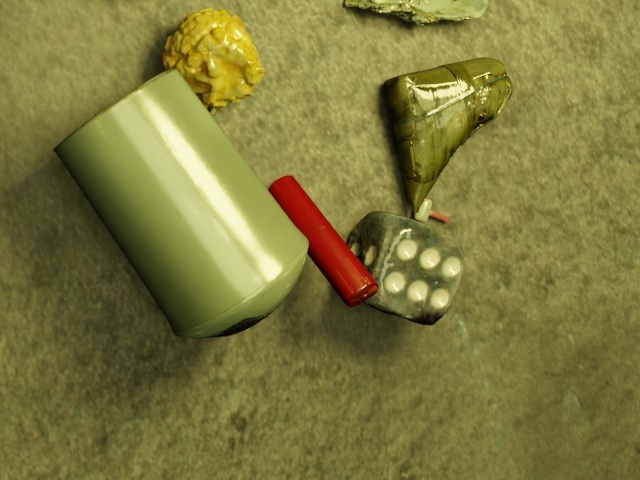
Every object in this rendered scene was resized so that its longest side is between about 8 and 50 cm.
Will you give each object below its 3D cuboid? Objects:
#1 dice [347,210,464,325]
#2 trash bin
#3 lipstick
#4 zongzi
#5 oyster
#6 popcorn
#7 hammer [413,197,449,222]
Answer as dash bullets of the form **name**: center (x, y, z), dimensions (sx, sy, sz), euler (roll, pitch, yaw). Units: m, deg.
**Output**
- **dice**: center (0.153, 0.053, 1.520), dimensions (0.182, 0.183, 0.181), euler (20, 88, -21)
- **trash bin**: center (-0.219, -0.043, 1.340), dimensions (0.280, 0.280, 0.432), euler (-36, 102, -12)
- **lipstick**: center (-0.001, 0.000, 1.440), dimensions (0.073, 0.073, 0.280), euler (-31, 65, -13)
- **zongzi**: center (0.269, -0.211, 1.562), dimensions (0.250, 0.125, 0.274), euler (-14, 102, -10)
- **oyster**: center (0.202, -0.471, 1.531), dimensions (0.252, 0.087, 0.199), euler (-44, 97, -17)
- **popcorn**: center (-0.188, -0.315, 1.393), dimensions (0.180, 0.180, 0.170), euler (27, 59, -19)
- **hammer**: center (0.230, -0.055, 1.615), dimensions (0.083, 0.031, 0.053), euler (18, 93, -25)
